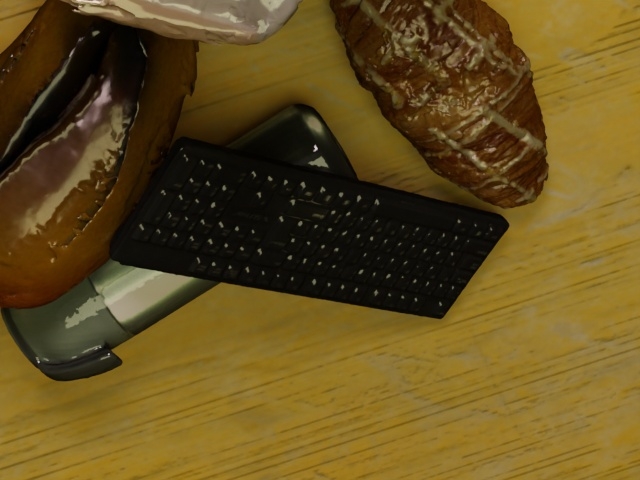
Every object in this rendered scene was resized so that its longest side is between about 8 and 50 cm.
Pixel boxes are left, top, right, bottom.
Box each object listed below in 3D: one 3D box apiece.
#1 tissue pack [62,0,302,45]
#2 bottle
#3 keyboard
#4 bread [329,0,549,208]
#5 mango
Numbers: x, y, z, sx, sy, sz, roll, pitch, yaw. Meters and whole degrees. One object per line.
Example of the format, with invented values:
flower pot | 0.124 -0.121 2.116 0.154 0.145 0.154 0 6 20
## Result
tissue pack | -0.038 -0.246 1.038 0.239 0.305 0.238 -4 114 -9
bottle | -0.093 0.006 1.259 0.254 0.096 0.079 -31 153 3
keyboard | 0.000 0.000 1.236 0.310 0.018 0.101 12 121 -44
bread | 0.091 -0.105 1.256 0.105 0.076 0.233 -36 117 8
mango | -0.165 -0.073 1.184 0.156 0.151 0.248 30 98 23
